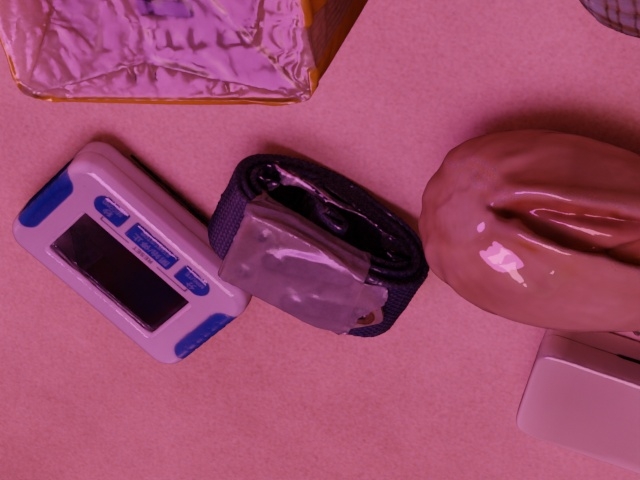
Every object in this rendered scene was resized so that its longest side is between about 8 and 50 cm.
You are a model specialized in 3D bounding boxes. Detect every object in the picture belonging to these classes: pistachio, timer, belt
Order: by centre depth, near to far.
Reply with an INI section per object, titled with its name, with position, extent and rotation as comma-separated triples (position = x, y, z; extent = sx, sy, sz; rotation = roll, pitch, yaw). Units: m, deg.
[pistachio]
position = 0.255, -0.003, 1.941
extent = 0.318, 0.214, 0.193
rotation = 15, 91, 1
[belt]
position = 0.000, 0.000, 2.065
extent = 0.230, 0.139, 0.126
rotation = 30, 133, -1
[timer]
position = -0.206, 0.012, 2.201
extent = 0.253, 0.078, 0.178
rotation = 42, 133, -12

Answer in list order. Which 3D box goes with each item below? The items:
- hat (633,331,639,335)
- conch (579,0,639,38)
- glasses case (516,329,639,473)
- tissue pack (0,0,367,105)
[hat]
position = 0.398, 0.121, 2.024
extent = 0.147, 0.085, 0.175
rotation = 5, 114, 24
[conch]
position = 0.268, -0.267, 1.685
extent = 0.386, 0.169, 0.203
rotation = 3, 102, -18
[glasses case]
position = 0.376, 0.192, 2.118
extent = 0.313, 0.070, 0.131
rotation = 18, 131, 7
[tissue pack]
position = -0.087, -0.301, 1.695
extent = 0.293, 0.382, 0.228
rotation = 1, 125, 22
